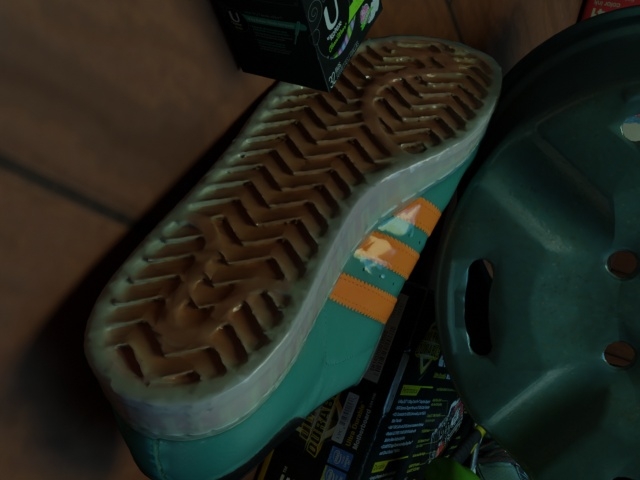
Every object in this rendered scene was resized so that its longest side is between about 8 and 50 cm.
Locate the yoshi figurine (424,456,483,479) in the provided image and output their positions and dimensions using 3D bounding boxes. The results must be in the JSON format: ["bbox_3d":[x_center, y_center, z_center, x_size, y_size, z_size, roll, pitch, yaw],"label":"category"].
[{"bbox_3d":[0.064,0.256,0.533,0.362,0.204,0.202,27,43,-51],"label":"yoshi figurine"}]

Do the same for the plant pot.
[{"bbox_3d":[0.235,0.002,0.556,0.334,0.341,0.340,-32,136,-66],"label":"plant pot"}]

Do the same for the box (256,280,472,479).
[{"bbox_3d":[0.059,0.169,0.688,0.322,0.079,0.257,24,84,-65],"label":"box"}]

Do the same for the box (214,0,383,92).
[{"bbox_3d":[-0.012,-0.120,0.359,0.062,0.052,0.083,-60,153,-24],"label":"box"}]

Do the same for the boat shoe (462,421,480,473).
[{"bbox_3d":[0.130,0.268,0.881,0.254,0.095,0.079,-66,154,-17],"label":"boat shoe"}]

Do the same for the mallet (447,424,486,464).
[{"bbox_3d":[0.153,0.174,0.757,0.190,0.039,0.062,-20,127,-55],"label":"mallet"}]

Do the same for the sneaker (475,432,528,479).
[{"bbox_3d":[0.207,0.255,1.005,0.262,0.104,0.125,-72,168,-81],"label":"sneaker"}]

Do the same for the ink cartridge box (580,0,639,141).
[{"bbox_3d":[0.399,-0.164,1.087,0.226,0.131,0.306,-5,113,-64],"label":"ink cartridge box"}]

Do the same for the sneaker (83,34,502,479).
[{"bbox_3d":[0.000,0.000,0.425,0.302,0.108,0.121,-48,154,-34],"label":"sneaker"}]
